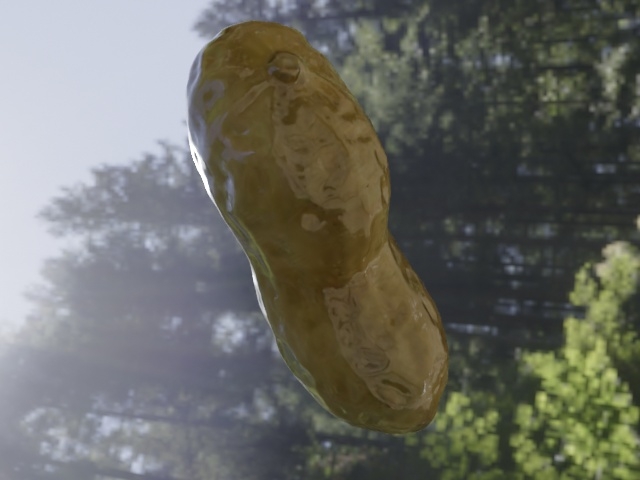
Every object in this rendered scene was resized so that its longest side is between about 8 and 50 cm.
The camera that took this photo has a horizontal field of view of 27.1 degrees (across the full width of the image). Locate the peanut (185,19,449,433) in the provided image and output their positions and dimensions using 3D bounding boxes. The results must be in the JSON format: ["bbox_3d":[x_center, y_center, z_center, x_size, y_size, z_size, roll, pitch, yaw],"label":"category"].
[{"bbox_3d":[0.000,0.000,0.762,0.101,0.117,0.263,-22,-71,-4],"label":"peanut"}]
